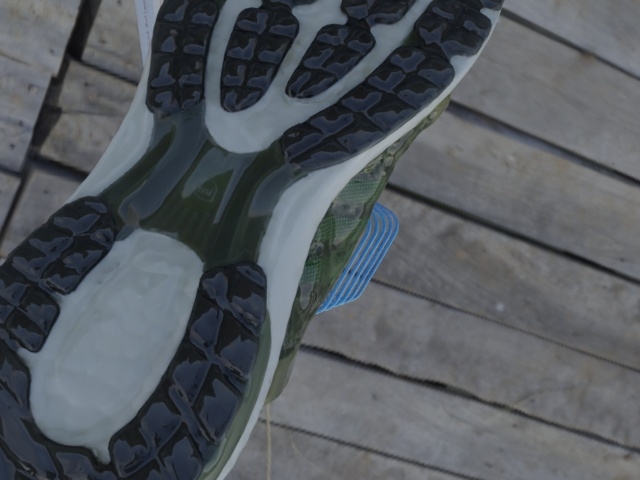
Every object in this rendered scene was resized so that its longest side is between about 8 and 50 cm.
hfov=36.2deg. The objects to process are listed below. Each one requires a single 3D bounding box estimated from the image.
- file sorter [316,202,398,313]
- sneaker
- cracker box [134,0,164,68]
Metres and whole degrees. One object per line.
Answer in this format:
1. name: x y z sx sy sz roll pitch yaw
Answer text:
1. file sorter: 0.000 0.000 0.959 0.104 0.170 0.118 32 98 11
2. sneaker: -0.036 -0.018 0.532 0.158 0.182 0.410 29 69 13
3. cracker box: -0.089 -0.191 0.937 0.067 0.232 0.156 -23 122 -35
